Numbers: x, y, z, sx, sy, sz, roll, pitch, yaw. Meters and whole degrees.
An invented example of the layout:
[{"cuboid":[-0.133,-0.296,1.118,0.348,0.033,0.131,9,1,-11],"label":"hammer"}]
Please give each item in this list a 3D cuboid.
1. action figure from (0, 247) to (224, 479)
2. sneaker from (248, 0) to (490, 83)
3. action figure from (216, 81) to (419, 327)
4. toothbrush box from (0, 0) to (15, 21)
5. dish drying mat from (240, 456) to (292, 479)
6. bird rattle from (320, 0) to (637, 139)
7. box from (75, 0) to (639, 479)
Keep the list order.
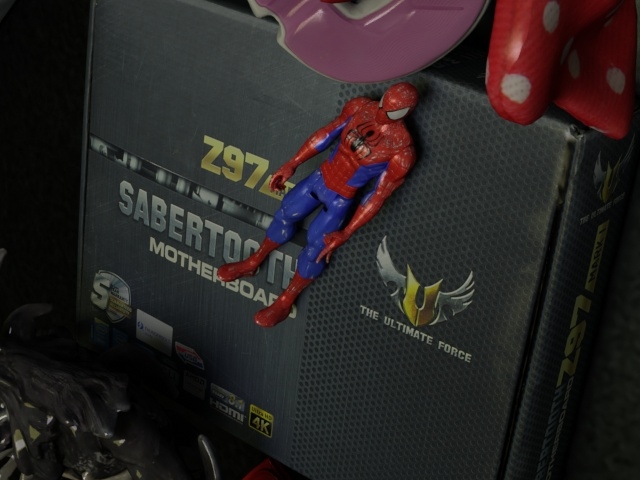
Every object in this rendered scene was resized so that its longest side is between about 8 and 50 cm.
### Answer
[{"cuboid":[-0.090,0.136,0.551,0.276,0.141,0.164,55,160,-19],"label":"action figure"},{"cuboid":[-0.031,-0.163,0.438,0.095,0.105,0.236,-33,111,28],"label":"sneaker"},{"cuboid":[0.002,-0.014,0.471,0.038,0.030,0.115,52,127,18],"label":"action figure"},{"cuboid":[-0.313,-0.075,0.661,0.283,0.206,0.122,-42,78,39],"label":"toothbrush box"},{"cuboid":[-0.037,0.137,0.648,0.032,0.008,0.083,52,130,11],"label":"dish drying mat"},{"cuboid":[0.097,-0.137,0.296,0.253,0.207,0.143,-28,75,9],"label":"bird rattle"},{"cuboid":[0.000,0.000,0.534,0.232,0.059,0.184,24,119,31],"label":"box"}]
